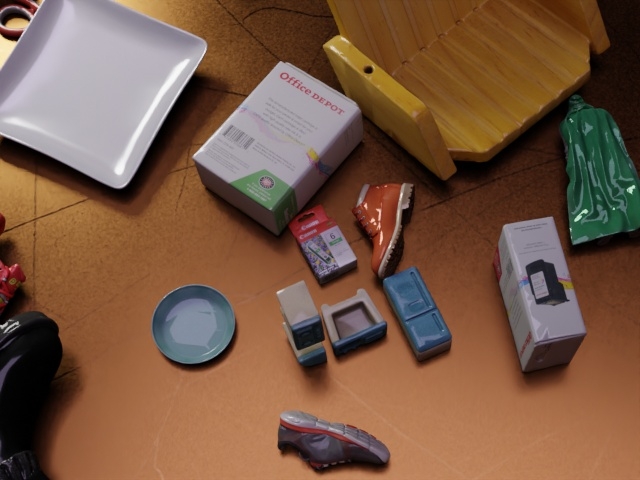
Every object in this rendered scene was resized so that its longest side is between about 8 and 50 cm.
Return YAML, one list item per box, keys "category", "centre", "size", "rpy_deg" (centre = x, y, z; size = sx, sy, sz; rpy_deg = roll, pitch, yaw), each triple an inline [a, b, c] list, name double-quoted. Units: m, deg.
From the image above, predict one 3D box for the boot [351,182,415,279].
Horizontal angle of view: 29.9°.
- category: "boot"
  centre: [0.082, -0.016, 1.729]
  size: [0.085, 0.059, 0.157]
  rpy_deg: [8, 58, 10]

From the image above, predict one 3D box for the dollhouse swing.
- category: "dollhouse swing"
  centre: [0.199, -0.350, 1.721]
  size: [0.347, 0.305, 0.315]
  rpy_deg: [-38, 58, -14]

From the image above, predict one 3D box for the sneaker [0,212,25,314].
- category: "sneaker"
  centre: [-0.476, 0.074, 1.694]
  size: [0.118, 0.107, 0.279]
  rpy_deg: [-9, 67, -8]

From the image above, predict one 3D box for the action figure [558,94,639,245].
- category: "action figure"
  centre: [0.403, -0.111, 1.747]
  size: [0.137, 0.063, 0.232]
  rpy_deg: [-12, 70, 0]

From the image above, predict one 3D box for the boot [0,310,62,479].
- category: "boot"
  centre: [-0.381, 0.292, 1.570]
  size: [0.260, 0.131, 0.348]
  rpy_deg: [28, 81, 22]

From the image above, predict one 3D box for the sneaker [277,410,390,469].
- category: "sneaker"
  centre: [0.015, 0.279, 1.609]
  size: [0.158, 0.061, 0.064]
  rpy_deg: [17, 95, 11]

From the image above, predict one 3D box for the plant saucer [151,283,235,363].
- category: "plant saucer"
  centre: [-0.179, 0.121, 1.698]
  size: [0.119, 0.021, 0.119]
  rpy_deg: [-1, 66, 2]

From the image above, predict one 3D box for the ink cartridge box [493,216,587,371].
- category: "ink cartridge box"
  centre: [0.296, 0.076, 1.635]
  size: [0.072, 0.127, 0.175]
  rpy_deg: [-10, 67, -4]

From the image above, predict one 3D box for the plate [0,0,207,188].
- category: "plate"
  centre: [-0.351, -0.238, 1.845]
  size: [0.278, 0.045, 0.277]
  rpy_deg: [25, 73, 11]

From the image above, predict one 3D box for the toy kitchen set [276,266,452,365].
- category: "toy kitchen set"
  centre: [0.062, 0.107, 1.612]
  size: [0.207, 0.166, 0.122]
  rpy_deg: [-23, 67, -7]

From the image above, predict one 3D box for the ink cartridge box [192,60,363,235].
- category: "ink cartridge box"
  centre: [-0.059, -0.138, 1.766]
  size: [0.154, 0.093, 0.212]
  rpy_deg: [33, 72, 19]

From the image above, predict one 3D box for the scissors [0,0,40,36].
- category: "scissors"
  centre: [-0.392, -0.324, 1.909]
  size: [0.297, 0.021, 0.109]
  rpy_deg: [30, 71, 16]

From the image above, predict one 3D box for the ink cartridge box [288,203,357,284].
- category: "ink cartridge box"
  centre: [0.000, 0.000, 1.738]
  size: [0.063, 0.029, 0.115]
  rpy_deg: [-26, 67, -8]
